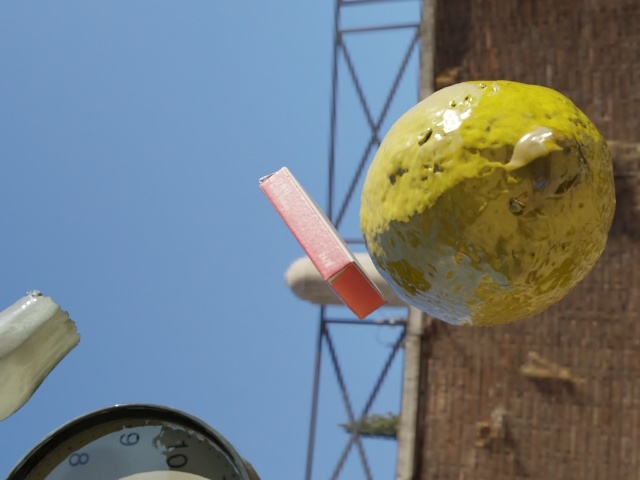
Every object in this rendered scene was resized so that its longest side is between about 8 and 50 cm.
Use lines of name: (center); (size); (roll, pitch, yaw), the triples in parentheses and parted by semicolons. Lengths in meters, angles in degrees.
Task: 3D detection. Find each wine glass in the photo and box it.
wine glass: (-0.357, 0.149, 1.128); (0.222, 0.103, 0.103); (-44, -48, -34)

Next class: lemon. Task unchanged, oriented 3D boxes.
lemon: (0.165, -0.038, 1.080); (0.320, 0.245, 0.245); (138, 140, -72)

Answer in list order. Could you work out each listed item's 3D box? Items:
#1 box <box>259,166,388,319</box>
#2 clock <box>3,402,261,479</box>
box: (0.000, 0.000, 1.517); (0.229, 0.050, 0.123); (55, -177, 40)
clock: (-0.248, 0.387, 1.364); (0.076, 0.386, 0.386); (70, -150, -58)
